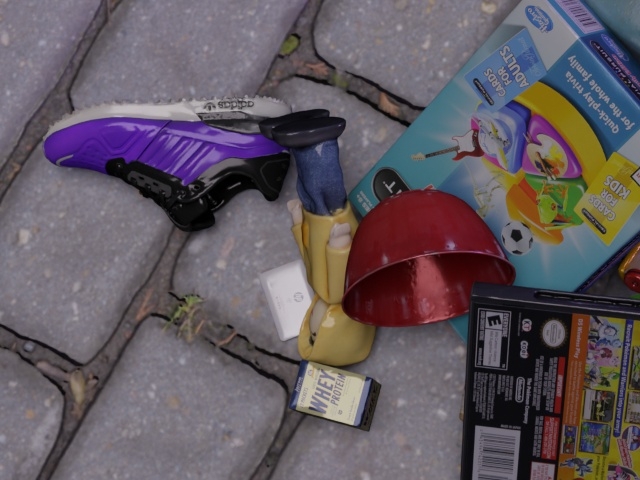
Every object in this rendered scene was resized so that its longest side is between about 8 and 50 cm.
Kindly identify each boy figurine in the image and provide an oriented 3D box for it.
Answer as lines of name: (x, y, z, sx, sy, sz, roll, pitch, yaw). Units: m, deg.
boy figurine: (0.000, 0.000, 1.787, 0.092, 0.177, 0.285, -13, 110, -16)

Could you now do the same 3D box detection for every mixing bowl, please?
mixing bowl: (0.102, 0.010, 1.675, 0.181, 0.181, 0.098, -14, 64, 6)

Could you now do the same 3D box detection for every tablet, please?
tablet: (-0.033, 0.068, 1.855, 0.054, 0.006, 0.083, -20, 78, 5)

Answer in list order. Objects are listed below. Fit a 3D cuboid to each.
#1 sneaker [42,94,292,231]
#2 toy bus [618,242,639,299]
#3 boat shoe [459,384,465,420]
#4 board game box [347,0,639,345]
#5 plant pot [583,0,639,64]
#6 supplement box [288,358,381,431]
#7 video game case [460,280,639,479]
sneaker: (-0.176, -0.082, 1.857, 0.293, 0.102, 0.146, -4, 80, 8)
toy bus: (0.407, 0.049, 1.736, 0.191, 0.202, 0.104, -22, 122, 6)
boat shoe: (0.236, 0.173, 1.763, 0.170, 0.063, 0.059, 2, 86, 10)
board game box: (0.216, -0.063, 1.713, 0.254, 0.079, 0.336, 51, 125, 14)
plant pot: (0.423, -0.250, 1.731, 0.252, 0.247, 0.248, 29, 85, 24)
supplement box: (0.017, 0.171, 1.788, 0.083, 0.083, 0.056, 14, 82, 12)
video game case: (0.273, 0.176, 1.685, 0.248, 0.035, 0.275, 6, 122, 10)
